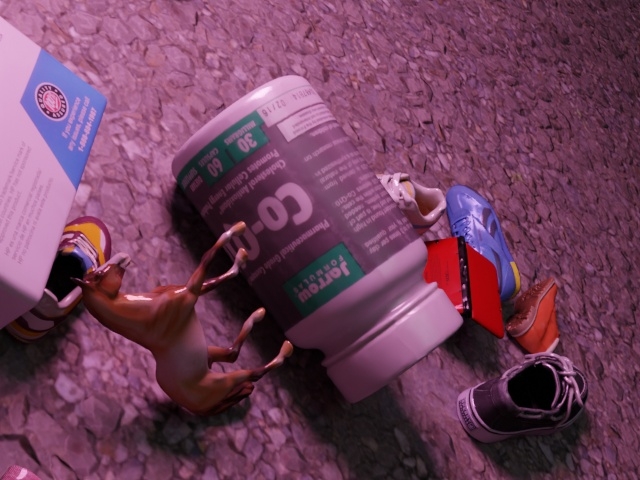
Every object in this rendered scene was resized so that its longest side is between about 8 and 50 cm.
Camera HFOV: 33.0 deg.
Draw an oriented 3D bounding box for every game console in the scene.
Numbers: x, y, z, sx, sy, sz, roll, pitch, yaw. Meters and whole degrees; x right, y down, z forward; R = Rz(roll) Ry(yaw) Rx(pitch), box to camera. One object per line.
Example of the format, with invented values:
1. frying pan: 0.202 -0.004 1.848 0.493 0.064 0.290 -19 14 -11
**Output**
1. game console: 0.196 0.074 1.574 0.085 0.124 0.144 70 16 -45

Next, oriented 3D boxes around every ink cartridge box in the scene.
1. ink cartridge box: -0.414 -0.118 0.945 0.395 0.166 0.285 39 37 -29

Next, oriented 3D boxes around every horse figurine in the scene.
1. horse figurine: -0.127 0.099 1.117 0.174 0.066 0.263 -36 130 -23

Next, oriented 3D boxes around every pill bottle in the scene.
1. pill bottle: 0.000 0.000 1.299 0.361 0.204 0.204 54 35 4

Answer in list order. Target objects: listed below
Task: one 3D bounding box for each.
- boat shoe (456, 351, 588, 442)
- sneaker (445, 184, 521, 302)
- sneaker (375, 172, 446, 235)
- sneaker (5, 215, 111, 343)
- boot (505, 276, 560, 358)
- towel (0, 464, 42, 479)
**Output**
1. boat shoe: 0.320 0.213 1.554 0.306 0.105 0.113 4 57 -46
2. sneaker: 0.239 0.001 1.681 0.082 0.069 0.209 0 60 -44
3. sneaker: 0.079 -0.063 1.538 0.228 0.092 0.087 12 53 -41
4. sneaker: -0.250 0.026 1.101 0.069 0.084 0.185 41 37 -15
5. boot: 0.351 0.124 1.714 0.085 0.059 0.158 49 44 -10
6. towel: -0.235 0.367 0.835 0.237 0.037 0.329 49 35 -17
